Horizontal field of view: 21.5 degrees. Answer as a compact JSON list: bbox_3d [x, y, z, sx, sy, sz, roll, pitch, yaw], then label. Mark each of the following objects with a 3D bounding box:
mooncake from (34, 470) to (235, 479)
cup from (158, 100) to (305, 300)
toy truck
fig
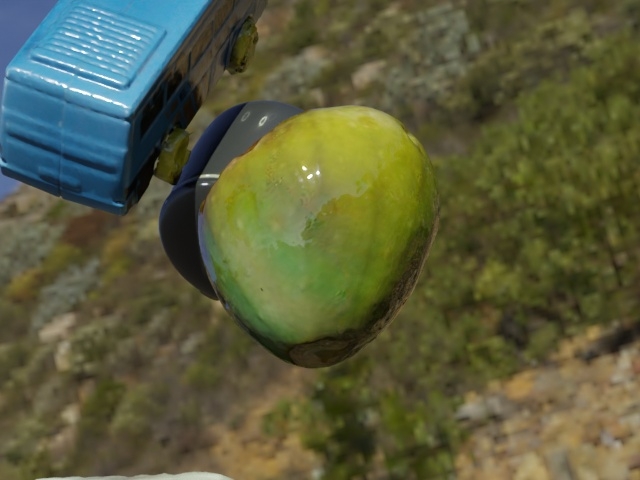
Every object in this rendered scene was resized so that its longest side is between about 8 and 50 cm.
[{"bbox_3d":[-0.175,0.325,1.442,0.254,0.250,0.136,-8,-44,29],"label":"mooncake"},{"bbox_3d":[-0.072,-0.018,1.697,0.223,0.169,0.176,-65,-3,40],"label":"cup"},{"bbox_3d":[-0.164,-0.195,1.627,0.161,0.385,0.162,20,-45,9],"label":"toy truck"},{"bbox_3d":[0.000,0.000,1.245,0.181,0.191,0.181,0,-26,0],"label":"fig"}]
